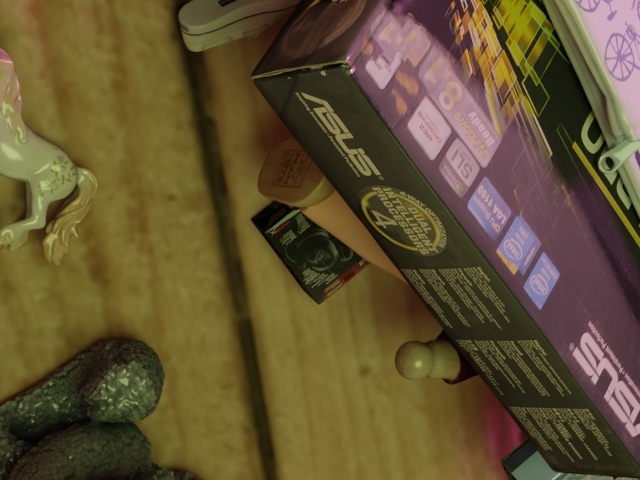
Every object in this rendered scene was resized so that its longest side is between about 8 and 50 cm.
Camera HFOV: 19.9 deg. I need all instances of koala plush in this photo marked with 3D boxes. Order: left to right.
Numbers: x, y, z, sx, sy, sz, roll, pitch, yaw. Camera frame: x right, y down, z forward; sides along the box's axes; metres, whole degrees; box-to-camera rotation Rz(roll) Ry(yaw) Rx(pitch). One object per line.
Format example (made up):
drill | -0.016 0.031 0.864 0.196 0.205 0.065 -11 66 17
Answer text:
koala plush | -0.150 0.212 1.224 0.203 0.221 0.196 -27 118 -11

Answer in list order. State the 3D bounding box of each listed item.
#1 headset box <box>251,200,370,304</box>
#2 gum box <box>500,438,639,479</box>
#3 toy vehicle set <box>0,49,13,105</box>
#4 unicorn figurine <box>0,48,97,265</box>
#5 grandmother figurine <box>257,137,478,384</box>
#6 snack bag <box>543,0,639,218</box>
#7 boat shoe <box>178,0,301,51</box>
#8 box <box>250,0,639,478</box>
headset box | 0.000 0.000 1.316 0.062 0.032 0.083 -40 120 -5
gum box | 0.221 0.159 1.410 0.157 0.041 0.184 -39 153 -5
toy vehicle set | -0.294 0.002 1.070 0.166 0.035 0.267 4 115 -42
unicorn figurine | -0.210 -0.058 1.197 0.111 0.060 0.162 -51 136 1
grandmother figurine | 0.110 0.009 1.313 0.342 0.104 0.208 32 80 -34
snack bag | 0.275 -0.155 1.270 0.323 0.037 0.342 -46 118 -37
boat shoe | -0.049 -0.154 1.240 0.100 0.035 0.035 -25 144 -17
box | 0.158 -0.082 1.241 0.395 0.097 0.318 52 56 -29
